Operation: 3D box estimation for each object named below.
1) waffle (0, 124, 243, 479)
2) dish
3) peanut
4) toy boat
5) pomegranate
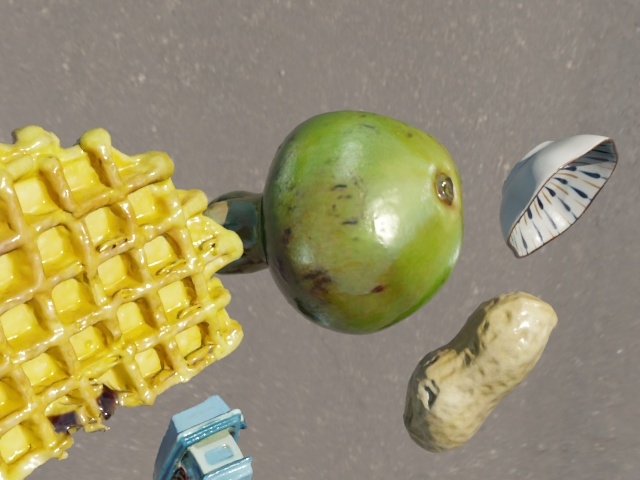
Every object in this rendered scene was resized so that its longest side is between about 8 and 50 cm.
[{"bbox_3d":[-0.191,0.055,0.771,0.065,0.309,0.283,7,76,51],"label":"waffle"},{"bbox_3d":[0.276,-0.068,1.309,0.190,0.191,0.066,-40,64,-8],"label":"dish"},{"bbox_3d":[0.150,0.133,1.058,0.099,0.099,0.214,51,120,13],"label":"peanut"},{"bbox_3d":[-0.128,0.273,1.186,0.109,0.238,0.098,-21,60,-28],"label":"toy boat"},{"bbox_3d":[0.006,-0.008,0.949,0.240,0.190,0.159,15,52,0],"label":"pomegranate"}]
